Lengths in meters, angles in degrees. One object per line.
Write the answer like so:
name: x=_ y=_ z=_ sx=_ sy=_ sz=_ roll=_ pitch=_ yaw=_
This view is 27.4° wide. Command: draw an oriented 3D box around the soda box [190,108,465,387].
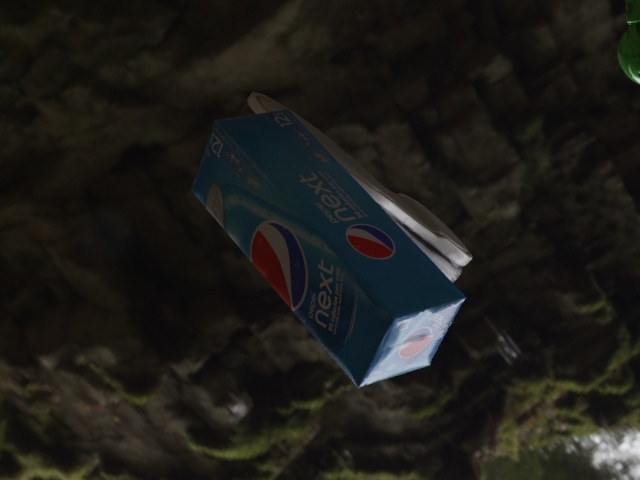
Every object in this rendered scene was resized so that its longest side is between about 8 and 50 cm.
soda box: x=0.000 y=0.000 z=0.906 sx=0.210 sy=0.071 sz=0.067 roll=48 pitch=-48 yaw=30

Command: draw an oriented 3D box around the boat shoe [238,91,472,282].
boat shoe: x=0.023 y=-0.019 z=1.192 sx=0.095 sy=0.335 sz=0.112 roll=-48 pitch=-132 yaw=9

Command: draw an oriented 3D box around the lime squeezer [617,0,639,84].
lime squeezer: x=0.253 y=-0.186 z=0.970 sx=0.059 sy=0.310 sz=0.110 roll=5 pitch=-147 yaw=37
